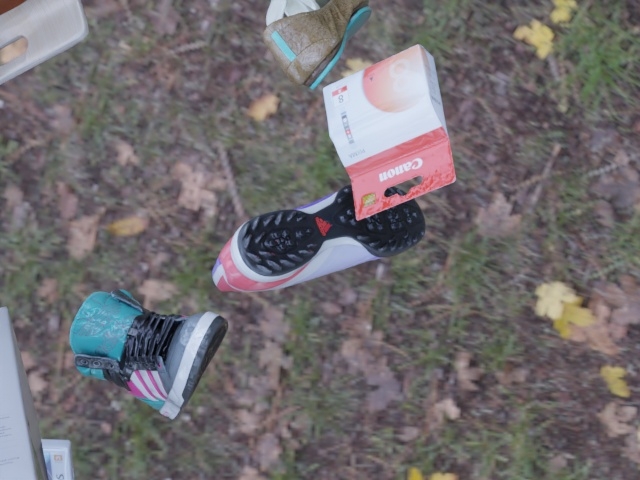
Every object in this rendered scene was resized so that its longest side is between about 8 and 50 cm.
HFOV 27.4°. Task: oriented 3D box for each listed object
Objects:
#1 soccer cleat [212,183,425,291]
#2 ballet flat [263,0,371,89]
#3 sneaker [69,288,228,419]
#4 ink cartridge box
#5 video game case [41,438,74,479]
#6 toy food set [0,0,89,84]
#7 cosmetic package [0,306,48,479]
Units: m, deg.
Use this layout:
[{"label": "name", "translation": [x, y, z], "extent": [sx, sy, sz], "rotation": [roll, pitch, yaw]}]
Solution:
[{"label": "soccer cleat", "translation": [0.000, 0.000, 1.751], "extent": [0.116, 0.318, 0.109], "rotation": [-36, 73, 52]}, {"label": "ballet flat", "translation": [-0.012, -0.308, 1.848], "extent": [0.124, 0.342, 0.116], "rotation": [40, 116, -6]}, {"label": "sneaker", "translation": [-0.224, 0.125, 1.658], "extent": [0.178, 0.295, 0.124], "rotation": [29, 64, -3]}, {"label": "ink cartridge box", "translation": [0.080, -0.132, 1.600], "extent": [0.145, 0.045, 0.179], "rotation": [-22, 60, 27]}, {"label": "video game case", "translation": [-0.452, 0.354, 1.874], "extent": [0.023, 0.201, 0.183], "rotation": [-90, 2, -55]}, {"label": "toy food set", "translation": [-0.408, -0.245, 1.273], "extent": [0.219, 0.306, 0.092], "rotation": [-22, 55, 23]}, {"label": "cosmetic package", "translation": [-0.394, 0.256, 1.489], "extent": [0.365, 0.155, 0.197], "rotation": [-120, 19, -57]}]
